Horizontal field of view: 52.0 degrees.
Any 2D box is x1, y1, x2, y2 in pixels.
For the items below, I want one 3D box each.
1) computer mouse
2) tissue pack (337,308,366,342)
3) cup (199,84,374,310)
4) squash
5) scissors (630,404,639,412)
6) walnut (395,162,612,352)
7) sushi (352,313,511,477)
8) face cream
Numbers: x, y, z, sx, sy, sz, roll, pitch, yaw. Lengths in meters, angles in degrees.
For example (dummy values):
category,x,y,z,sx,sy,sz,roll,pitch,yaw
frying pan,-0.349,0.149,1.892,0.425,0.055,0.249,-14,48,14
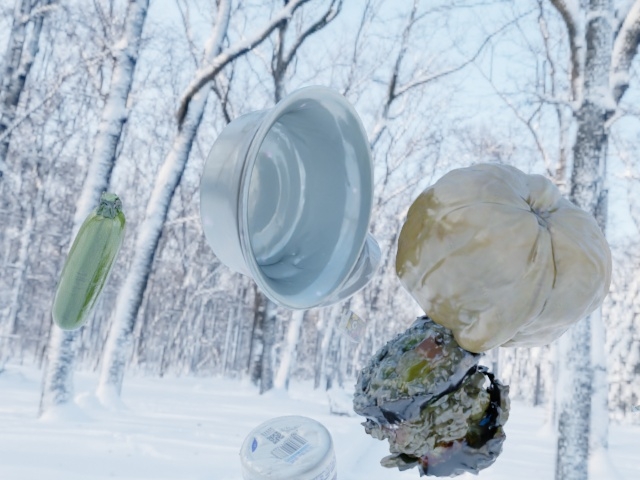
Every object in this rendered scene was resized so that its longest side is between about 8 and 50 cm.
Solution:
category,x,y,z,sx,sy,sz,roll,pitch,yaw
computer mouse,0.000,0.000,1.252,0.184,0.297,0.121,-33,-30,1
tissue pack,0.085,0.227,1.739,0.035,0.063,0.083,3,-27,40
cup,-0.068,-0.073,1.056,0.163,0.348,0.347,10,-8,34
squash,-0.326,0.030,0.935,0.066,0.066,0.252,14,-59,-32
scissors,0.685,0.342,1.370,0.021,0.110,0.212,24,-17,11
walnut,0.258,0.027,0.971,0.296,0.285,0.285,23,-14,-5
sushi,0.189,0.264,1.073,0.219,0.225,0.238,50,-31,-8
face cream,-0.069,0.472,1.406,0.205,0.111,0.206,-7,23,3
